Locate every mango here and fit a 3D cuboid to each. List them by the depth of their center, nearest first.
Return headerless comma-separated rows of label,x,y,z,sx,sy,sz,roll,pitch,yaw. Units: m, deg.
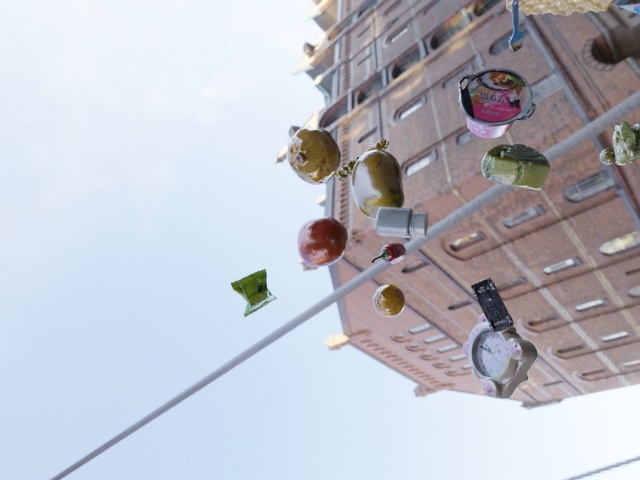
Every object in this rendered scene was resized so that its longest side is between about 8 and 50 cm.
mango,0.214,-0.199,1.561,0.173,0.211,0.317,22,-142,-29

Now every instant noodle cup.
instant noodle cup,0.688,-0.527,1.700,0.302,0.258,0.181,48,178,22

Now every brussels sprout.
brussels sprout,1.056,-0.326,1.452,0.181,0.100,0.139,-65,-31,-44

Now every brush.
brush,0.611,-0.670,1.323,0.014,0.051,0.164,57,179,45

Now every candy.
candy,0.823,-0.594,1.047,0.038,0.088,0.136,25,-157,-51
candy,-0.248,0.205,1.608,0.069,0.149,0.246,53,163,39

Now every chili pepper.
chili pepper,0.348,0.073,2.012,0.092,0.137,0.368,44,-167,23

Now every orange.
orange,0.319,0.284,2.000,0.136,0.159,0.159,11,-123,-41

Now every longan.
longan,1.325,-0.389,1.945,0.083,0.075,0.075,27,-140,-76

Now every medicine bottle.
medicine bottle,0.222,-0.048,1.146,0.080,0.130,0.080,6,-90,-68

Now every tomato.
tomato,-0.001,0.003,1.807,0.188,0.232,0.232,53,-148,-32

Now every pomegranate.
pomegranate,-0.028,-0.357,1.787,0.248,0.248,0.248,33,-138,-36

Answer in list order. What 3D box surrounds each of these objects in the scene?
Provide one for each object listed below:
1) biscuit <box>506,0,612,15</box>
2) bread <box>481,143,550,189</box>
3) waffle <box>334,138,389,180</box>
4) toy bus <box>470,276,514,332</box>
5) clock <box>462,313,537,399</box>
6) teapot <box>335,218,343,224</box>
biscuit,0.744,-0.773,1.288,0.204,0.309,0.040,61,-142,-69
bread,0.727,-0.276,1.582,0.257,0.124,0.186,-5,-144,-25
waffle,0.210,-0.388,2.048,0.293,0.260,0.069,-38,-85,-19
toy bus,0.640,0.236,1.572,0.088,0.083,0.194,-8,-108,-61
clock,0.742,0.477,1.797,0.114,0.284,0.309,13,-158,-19
teapot,0.069,-0.067,2.060,0.129,0.098,0.078,-6,-84,-58
